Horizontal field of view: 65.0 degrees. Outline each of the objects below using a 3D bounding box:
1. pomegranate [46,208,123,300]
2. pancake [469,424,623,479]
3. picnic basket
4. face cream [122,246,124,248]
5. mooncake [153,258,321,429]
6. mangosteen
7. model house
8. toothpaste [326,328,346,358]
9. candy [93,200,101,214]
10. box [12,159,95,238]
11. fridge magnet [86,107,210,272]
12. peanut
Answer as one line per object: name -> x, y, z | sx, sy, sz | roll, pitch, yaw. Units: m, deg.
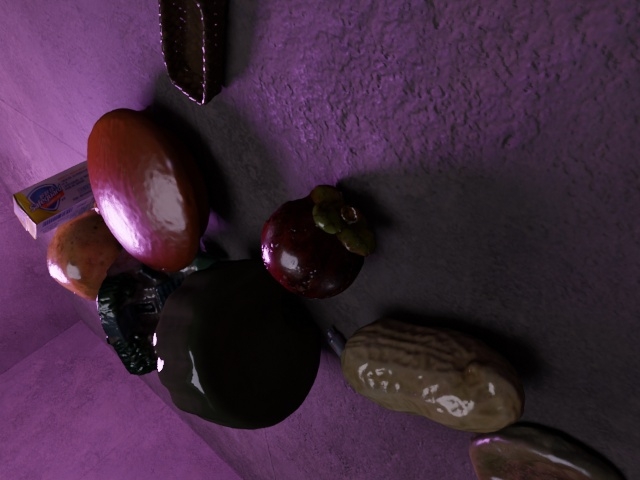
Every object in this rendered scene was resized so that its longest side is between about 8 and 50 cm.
pomegranate -> -0.687, 0.041, 1.539 | 0.281, 0.281, 0.281 | 32, 143, 27
pancake -> 0.372, 0.409, 0.817 | 0.295, 0.049, 0.294 | 31, 142, 29
picnic basket -> -0.195, -0.310, 0.776 | 0.110, 0.055, 0.193 | 40, 146, 14
face cream -> -0.467, -0.050, 1.354 | 0.235, 0.137, 0.419 | 32, 132, 29
mooncake -> -0.167, 0.217, 1.041 | 0.188, 0.351, 0.351 | -6, 119, 40
mangosteen -> 0.000, 0.000, 0.774 | 0.166, 0.166, 0.180 | 50, 122, 1
model house -> -0.354, 0.166, 1.261 | 0.285, 0.243, 0.298 | -3, 125, 4
toothpaste -> 0.064, 0.254, 1.058 | 0.045, 0.028, 0.169 | -23, 106, 50
candy -> -0.553, -0.125, 1.313 | 0.060, 0.060, 0.201 | 50, 141, 1
box -> -0.689, -0.124, 1.380 | 0.097, 0.265, 0.168 | 57, 149, -6
fridge magnet -> -0.371, -0.102, 1.078 | 0.364, 0.155, 0.363 | 21, 124, 35
peanut -> 0.166, 0.206, 0.778 | 0.313, 0.152, 0.152 | -2, 121, 48
